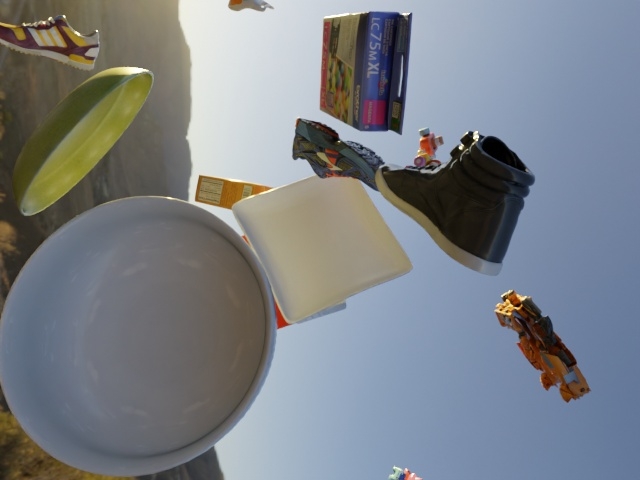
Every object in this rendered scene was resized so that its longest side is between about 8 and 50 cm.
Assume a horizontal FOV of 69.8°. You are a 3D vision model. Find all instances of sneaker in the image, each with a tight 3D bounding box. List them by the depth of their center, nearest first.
[{"bbox_3d":[0.180,-0.087,0.638,0.147,0.104,0.296,-66,-152,20],"label":"sneaker"},{"bbox_3d":[0.035,-0.147,0.855,0.221,0.083,0.087,36,-63,25],"label":"sneaker"},{"bbox_3d":[-0.517,-0.390,0.861,0.069,0.185,0.084,46,-61,38],"label":"sneaker"}]

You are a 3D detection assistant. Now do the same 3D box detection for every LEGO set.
[{"bbox_3d":[0.236,0.758,1.344,0.093,0.227,0.087,-9,-64,41],"label":"LEGO set"}]

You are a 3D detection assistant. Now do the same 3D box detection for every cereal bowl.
[{"bbox_3d":[-0.221,0.120,0.614,0.141,0.339,0.339,85,-4,-72],"label":"cereal bowl"}]

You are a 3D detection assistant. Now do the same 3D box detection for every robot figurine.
[{"bbox_3d":[0.560,0.262,1.188,0.291,0.085,0.211,57,-1,3],"label":"robot figurine"}]

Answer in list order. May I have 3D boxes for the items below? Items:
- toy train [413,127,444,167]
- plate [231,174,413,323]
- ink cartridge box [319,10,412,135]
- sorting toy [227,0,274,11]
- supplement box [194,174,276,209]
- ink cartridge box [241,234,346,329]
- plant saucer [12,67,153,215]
[{"bbox_3d":[0.208,-0.115,0.809,0.046,0.125,0.166,-10,-75,28],"label":"toy train"},{"bbox_3d":[0.000,0.000,0.919,0.278,0.277,0.045,61,-19,21],"label":"plate"},{"bbox_3d":[0.067,-0.305,0.824,0.311,0.065,0.186,-128,-143,-60],"label":"ink cartridge box"},{"bbox_3d":[-0.139,-0.502,0.969,0.083,0.075,0.045,-52,168,-52],"label":"sorting toy"},{"bbox_3d":[-0.206,-0.111,1.138,0.233,0.078,0.080,16,-85,35],"label":"supplement box"},{"bbox_3d":[-0.091,0.067,1.107,0.060,0.239,0.275,74,-2,-66],"label":"ink cartridge box"},{"bbox_3d":[-0.307,-0.135,0.588,0.241,0.037,0.241,-45,-164,17],"label":"plant saucer"}]
